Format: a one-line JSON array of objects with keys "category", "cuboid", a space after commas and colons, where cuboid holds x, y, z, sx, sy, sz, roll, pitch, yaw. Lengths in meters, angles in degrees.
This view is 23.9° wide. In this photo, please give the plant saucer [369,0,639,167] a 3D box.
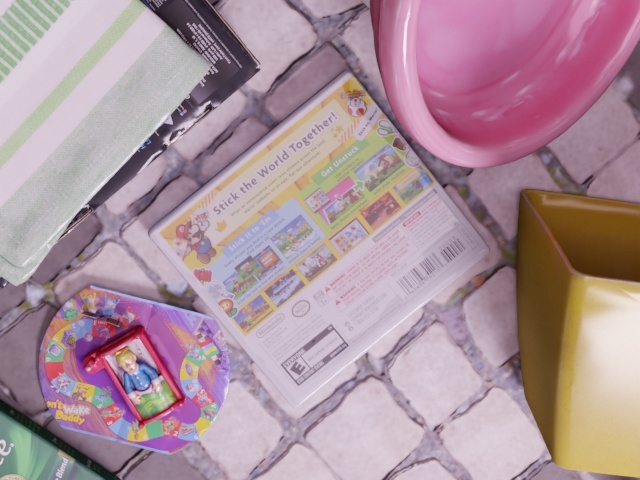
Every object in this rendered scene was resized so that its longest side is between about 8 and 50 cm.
[{"category": "plant saucer", "cuboid": [0.157, -0.223, 1.213, 0.332, 0.084, 0.332, -28, 135, -31]}]

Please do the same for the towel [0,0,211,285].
[{"category": "towel", "cuboid": [-0.282, -0.147, 1.168, 0.325, 0.038, 0.248, 41, 93, -23]}]

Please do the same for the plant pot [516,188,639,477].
[{"category": "plant pot", "cuboid": [0.272, 0.088, 1.289, 0.212, 0.212, 0.187, 8, 109, -7]}]

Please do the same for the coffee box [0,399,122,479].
[{"category": "coffee box", "cuboid": [-0.278, 0.209, 1.320, 0.184, 0.040, 0.113, 37, 93, -10]}]

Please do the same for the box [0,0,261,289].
[{"category": "box", "cuboid": [-0.251, -0.159, 1.230, 0.293, 0.073, 0.295, -41, 112, 1]}]

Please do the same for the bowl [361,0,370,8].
[{"category": "bowl", "cuboid": [0.098, -0.263, 1.276, 0.170, 0.080, 0.170, -1, 99, -6]}]

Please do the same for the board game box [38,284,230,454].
[{"category": "board game box", "cuboid": [-0.164, 0.118, 1.316, 0.168, 0.033, 0.133, 15, 100, -4]}]

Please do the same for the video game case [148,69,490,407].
[{"category": "video game case", "cuboid": [0.000, 0.000, 1.330, 0.227, 0.026, 0.206, -39, 100, 1]}]
